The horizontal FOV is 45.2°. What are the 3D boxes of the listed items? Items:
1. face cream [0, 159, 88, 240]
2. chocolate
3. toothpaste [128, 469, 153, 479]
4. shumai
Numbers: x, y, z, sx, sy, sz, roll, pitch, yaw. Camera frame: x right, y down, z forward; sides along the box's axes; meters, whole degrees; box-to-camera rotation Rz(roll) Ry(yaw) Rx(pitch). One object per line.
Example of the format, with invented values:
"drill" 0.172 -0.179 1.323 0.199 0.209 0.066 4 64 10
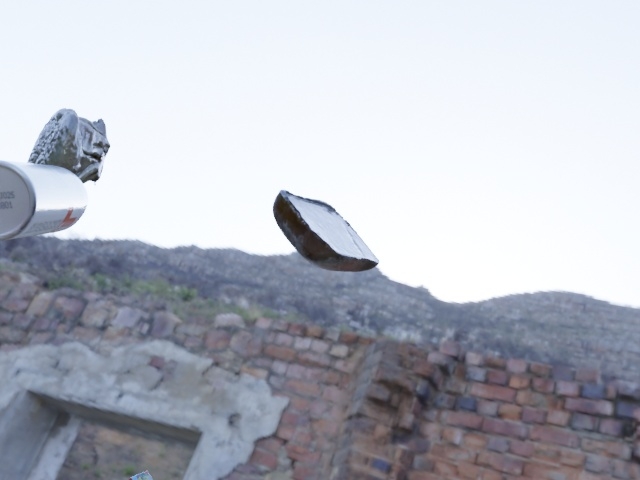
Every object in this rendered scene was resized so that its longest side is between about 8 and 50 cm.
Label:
"face cream" -0.391 -0.056 1.057 0.102 0.101 0.345 23 1 -4
"chocolate" -0.002 0.000 1.428 0.157 0.080 0.254 53 16 22
"toothpaste" -0.283 0.482 1.348 0.164 0.034 0.046 48 24 21
"shumai" -0.466 -0.148 1.426 0.120 0.201 0.201 26 -25 -37
